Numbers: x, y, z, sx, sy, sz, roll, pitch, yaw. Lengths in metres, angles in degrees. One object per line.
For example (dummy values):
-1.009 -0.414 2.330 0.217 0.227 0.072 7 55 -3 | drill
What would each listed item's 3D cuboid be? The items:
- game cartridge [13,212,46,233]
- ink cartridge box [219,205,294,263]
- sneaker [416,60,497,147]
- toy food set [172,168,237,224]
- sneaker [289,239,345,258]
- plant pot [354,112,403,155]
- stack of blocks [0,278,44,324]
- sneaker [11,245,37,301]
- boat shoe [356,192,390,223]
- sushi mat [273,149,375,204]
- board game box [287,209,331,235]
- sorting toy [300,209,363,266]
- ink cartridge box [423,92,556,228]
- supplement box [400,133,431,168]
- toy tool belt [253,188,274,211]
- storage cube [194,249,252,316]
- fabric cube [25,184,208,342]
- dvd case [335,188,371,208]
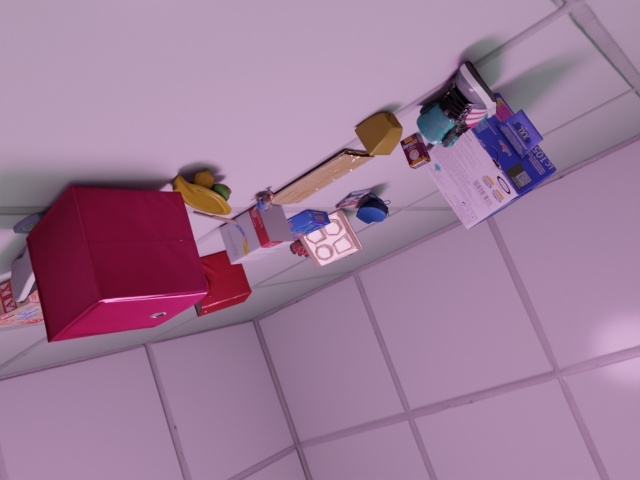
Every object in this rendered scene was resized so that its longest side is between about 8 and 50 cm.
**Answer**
-0.624 -0.036 1.261 0.083 0.017 0.056 -26 164 24 | game cartridge
-0.200 -0.017 1.802 0.176 0.127 0.128 -28 167 30 | ink cartridge box
0.310 -0.311 1.370 0.178 0.124 0.295 -34 167 15 | sneaker
-0.269 -0.117 1.390 0.128 0.071 0.218 12 164 8 | toy food set
0.000 0.000 2.328 0.276 0.135 0.097 -1 -169 26 | sneaker
0.150 -0.263 1.403 0.081 0.081 0.083 -9 153 -45 | plant pot
-0.828 0.178 1.712 0.171 0.087 0.297 -23 168 10 | stack of blocks
-0.671 0.073 1.450 0.147 0.104 0.296 -2 154 -44 | sneaker
0.186 -0.124 2.099 0.089 0.109 0.258 -58 -167 -8 | boat shoe
-0.005 -0.177 1.673 0.316 0.019 0.151 -28 168 34 | sushi mat
-0.089 -0.042 2.084 0.210 0.047 0.160 -25 168 25 | board game box
0.033 -0.008 2.207 0.208 0.193 0.038 -22 -152 17 | sorting toy
0.469 -0.220 1.633 0.151 0.270 0.395 -32 172 -14 | ink cartridge box
0.269 -0.252 1.641 0.055 0.083 0.043 -27 166 30 | supplement box
-0.162 -0.109 1.640 0.051 0.052 0.083 -25 171 -22 | toy tool belt
-0.385 0.158 2.158 0.193 0.184 0.215 -17 168 -22 | storage cube
-0.446 0.053 1.271 0.254 0.259 0.258 -31 161 37 | fabric cube
0.114 -0.147 2.041 0.087 0.013 0.119 -14 168 -31 | dvd case
